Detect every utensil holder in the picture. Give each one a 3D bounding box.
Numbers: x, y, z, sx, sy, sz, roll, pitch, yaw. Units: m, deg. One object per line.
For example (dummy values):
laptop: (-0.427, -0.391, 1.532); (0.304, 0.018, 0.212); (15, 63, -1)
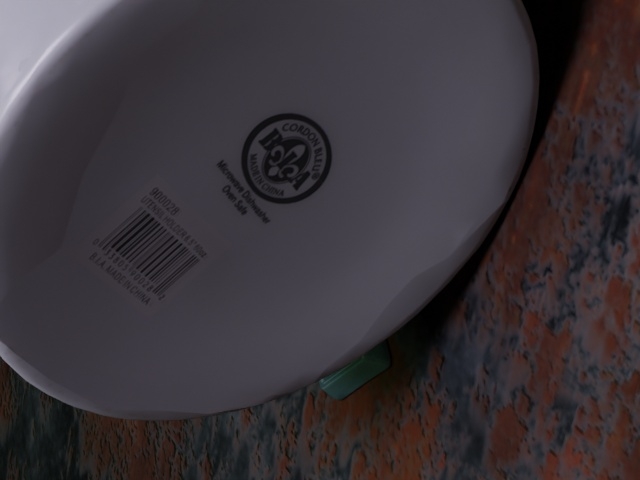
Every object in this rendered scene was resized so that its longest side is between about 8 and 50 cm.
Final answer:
utensil holder: (-0.104, -0.141, 0.870); (0.385, 0.327, 0.328); (53, 134, 41)

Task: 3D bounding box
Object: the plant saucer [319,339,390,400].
plant saucer: (0.000, 0.000, 0.984); (0.067, 0.018, 0.192); (-41, 57, 52)
